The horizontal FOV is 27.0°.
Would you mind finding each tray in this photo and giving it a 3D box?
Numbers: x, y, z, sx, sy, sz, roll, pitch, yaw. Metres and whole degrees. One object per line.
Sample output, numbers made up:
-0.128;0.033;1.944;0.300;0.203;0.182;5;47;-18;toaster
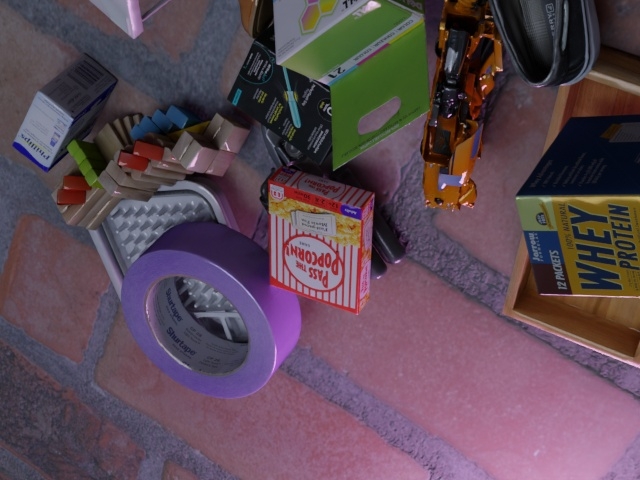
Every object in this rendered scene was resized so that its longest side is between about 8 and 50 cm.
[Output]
0.378;-0.039;1.717;0.202;0.076;0.411;22;130;17;tray

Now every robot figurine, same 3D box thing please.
0.177;-0.191;1.653;0.085;0.211;0.291;9;134;4;robot figurine

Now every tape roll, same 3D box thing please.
-0.170;0.109;2.056;0.274;0.090;0.275;16;128;22;tape roll

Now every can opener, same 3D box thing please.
0.014;-0.071;1.935;0.283;0.076;0.095;55;164;-15;can opener

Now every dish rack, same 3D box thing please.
-0.217;0.039;2.142;0.285;0.072;0.333;-2;121;34;dish rack

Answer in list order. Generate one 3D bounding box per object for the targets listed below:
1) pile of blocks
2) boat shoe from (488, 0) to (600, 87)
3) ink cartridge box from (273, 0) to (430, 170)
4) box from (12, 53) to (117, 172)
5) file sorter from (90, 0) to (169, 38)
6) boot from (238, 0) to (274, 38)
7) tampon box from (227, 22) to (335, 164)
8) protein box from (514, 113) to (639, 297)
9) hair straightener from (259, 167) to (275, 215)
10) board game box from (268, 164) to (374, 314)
-0.283;-0.133;1.987;0.362;0.112;0.149;-20;74;30;pile of blocks
0.238;-0.335;1.512;0.121;0.119;0.335;-16;98;33;boat shoe
0.036;-0.246;1.649;0.097;0.255;0.188;19;146;-36;ink cartridge box
-0.392;-0.195;2.039;0.072;0.126;0.137;39;135;-1;box
-0.277;-0.437;1.675;0.277;0.173;0.193;41;160;17;file sorter
-0.128;-0.378;1.784;0.152;0.073;0.197;18;122;21;boot
-0.022;-0.209;1.816;0.161;0.101;0.120;35;134;3;tampon box
0.362;-0.044;1.534;0.201;0.200;0.136;0;122;32;protein box
-0.022;-0.011;1.993;0.089;0.047;0.230;-2;123;34;hair straightener
0.000;0.000;1.896;0.146;0.045;0.193;17;131;21;board game box
